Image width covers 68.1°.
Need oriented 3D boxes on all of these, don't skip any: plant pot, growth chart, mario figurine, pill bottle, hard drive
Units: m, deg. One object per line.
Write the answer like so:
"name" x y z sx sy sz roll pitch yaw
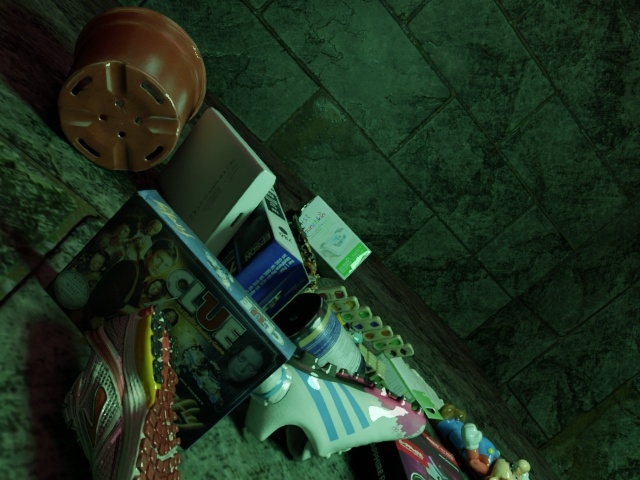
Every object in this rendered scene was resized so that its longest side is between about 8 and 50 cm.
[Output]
"plant pot" -0.366 -0.283 0.920 0.272 0.272 0.265 41 20 -32
"growth chart" 0.332 0.480 1.490 0.237 0.021 0.172 46 11 -5
"mario figurine" 0.457 0.562 1.247 0.198 0.170 0.320 -6 35 -33
"pill bottle" 0.006 0.210 0.846 0.219 0.122 0.123 58 6 -23
"hard drive" -0.217 -0.119 0.923 0.040 0.203 0.307 30 14 -43

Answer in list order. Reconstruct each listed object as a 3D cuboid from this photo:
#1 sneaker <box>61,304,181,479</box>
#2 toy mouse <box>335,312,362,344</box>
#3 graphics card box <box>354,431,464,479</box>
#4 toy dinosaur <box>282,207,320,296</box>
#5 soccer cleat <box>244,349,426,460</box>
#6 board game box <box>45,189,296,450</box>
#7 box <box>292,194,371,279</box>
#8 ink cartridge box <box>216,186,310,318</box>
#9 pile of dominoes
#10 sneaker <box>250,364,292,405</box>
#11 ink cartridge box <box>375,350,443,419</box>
"sneaker" -0.182 0.171 0.430 0.088 0.092 0.225 78 -2 -49
"toy mouse" 0.096 0.258 1.332 0.143 0.031 0.161 50 11 16
"graphics card box" 0.180 0.456 0.758 0.233 0.094 0.371 43 13 -20
"toy dinosaur" -0.081 0.048 1.217 0.218 0.164 0.322 58 -18 -20
"soccer cleat" 0.026 0.269 0.721 0.331 0.143 0.116 32 -12 -32
"board game box" -0.168 0.087 0.532 0.243 0.165 0.042 47 10 3
"box" 0.000 0.000 1.458 0.231 0.127 0.262 46 -11 -6
"ink cartridge box" -0.133 0.007 0.855 0.065 0.165 0.333 34 18 -37
"pile of dominoes" 0.035 0.197 0.914 0.251 0.196 0.040 43 33 -22
"sneaker" -0.119 0.136 0.621 0.190 0.071 0.083 18 -32 40
"ink cartridge box" 0.222 0.394 1.247 0.109 0.062 0.209 34 17 -51
